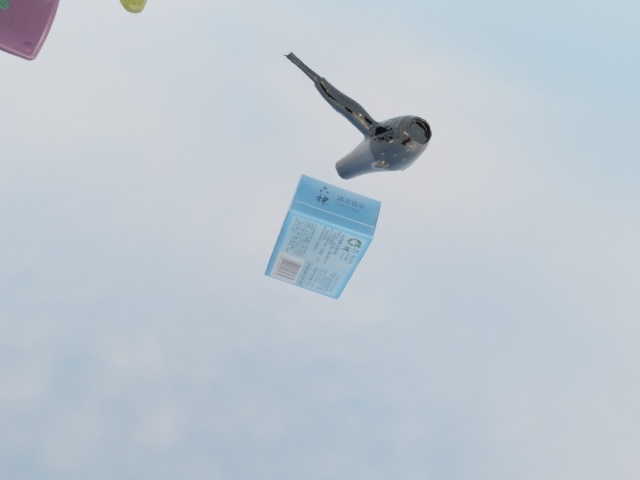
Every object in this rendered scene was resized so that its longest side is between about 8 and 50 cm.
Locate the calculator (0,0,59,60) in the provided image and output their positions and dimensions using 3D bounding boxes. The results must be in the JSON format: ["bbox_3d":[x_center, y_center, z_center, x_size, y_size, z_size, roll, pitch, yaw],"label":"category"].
[{"bbox_3d":[-0.509,-0.369,1.241,0.190,0.127,0.034,22,179,-7],"label":"calculator"}]

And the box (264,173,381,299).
[{"bbox_3d":[0.000,0.000,1.374,0.142,0.232,0.083,19,-124,-4],"label":"box"}]

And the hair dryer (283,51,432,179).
[{"bbox_3d":[0.044,-0.268,1.702,0.359,0.303,0.120,41,-114,-20],"label":"hair dryer"}]

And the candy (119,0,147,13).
[{"bbox_3d":[-0.431,-0.605,1.828,0.106,0.094,0.199,15,-122,-52],"label":"candy"}]
